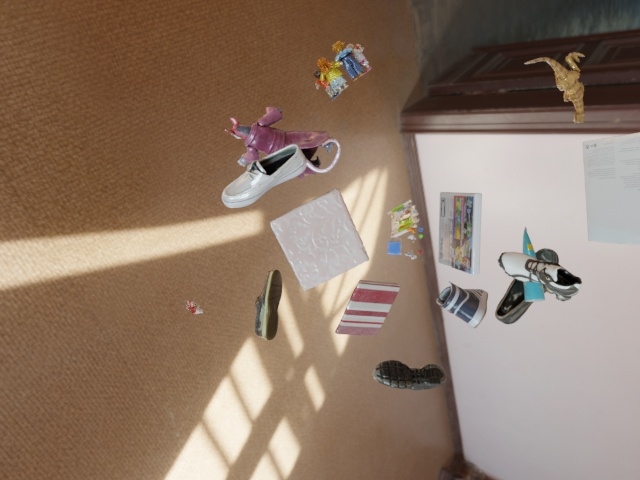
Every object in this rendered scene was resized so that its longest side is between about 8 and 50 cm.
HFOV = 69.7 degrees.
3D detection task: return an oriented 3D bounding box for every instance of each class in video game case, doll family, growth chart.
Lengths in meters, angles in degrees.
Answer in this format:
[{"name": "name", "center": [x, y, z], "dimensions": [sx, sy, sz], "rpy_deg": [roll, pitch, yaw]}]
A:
[{"name": "video game case", "center": [0.361, -0.025, 1.200], "dimensions": [0.023, 0.183, 0.201], "rpy_deg": [-2, 97, -12]}, {"name": "doll family", "center": [0.085, -0.711, 1.869], "dimensions": [0.263, 0.118, 0.163], "rpy_deg": [-39, 98, 0]}, {"name": "growth chart", "center": [0.410, -0.109, 2.285], "dimensions": [0.021, 0.172, 0.237], "rpy_deg": [41, 32, -26]}]

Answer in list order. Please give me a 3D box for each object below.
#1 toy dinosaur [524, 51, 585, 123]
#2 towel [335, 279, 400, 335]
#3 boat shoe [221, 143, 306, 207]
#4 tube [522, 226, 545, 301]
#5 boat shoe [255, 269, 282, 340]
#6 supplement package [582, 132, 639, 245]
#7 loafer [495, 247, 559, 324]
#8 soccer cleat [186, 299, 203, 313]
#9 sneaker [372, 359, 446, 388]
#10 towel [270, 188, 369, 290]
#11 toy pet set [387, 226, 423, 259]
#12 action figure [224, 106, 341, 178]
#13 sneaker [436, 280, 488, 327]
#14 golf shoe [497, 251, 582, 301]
[{"name": "toy dinosaur", "center": [0.485, -0.323, 0.907], "dimensions": [0.211, 0.064, 0.112], "rpy_deg": [37, 53, -27]}, {"name": "towel", "center": [0.227, 0.329, 2.230], "dimensions": [0.237, 0.037, 0.329], "rpy_deg": [7, 120, -25]}, {"name": "boat shoe", "center": [-0.163, -0.183, 1.252], "dimensions": [0.258, 0.095, 0.084], "rpy_deg": [-33, 150, -4]}, {"name": "tube", "center": [0.594, 0.068, 1.303], "dimensions": [0.080, 0.052, 0.207], "rpy_deg": [28, 58, -65]}, {"name": "boat shoe", "center": [-0.173, 0.202, 1.463], "dimensions": [0.080, 0.073, 0.223], "rpy_deg": [5, 90, -62]}, {"name": "supplement package", "center": [0.807, -0.133, 1.130], "dimensions": [0.198, 0.199, 0.262], "rpy_deg": [-9, 97, -17]}, {"name": "loafer", "center": [0.619, 0.138, 1.381], "dimensions": [0.084, 0.096, 0.267], "rpy_deg": [20, 104, -52]}, {"name": "soccer cleat", "center": [-0.396, 0.210, 1.445], "dimensions": [0.036, 0.083, 0.029], "rpy_deg": [10, 97, -35]}, {"name": "sneaker", "center": [0.304, 0.489, 1.616], "dimensions": [0.106, 0.267, 0.101], "rpy_deg": [113, -18, -50]}, {"name": "towel", "center": [0.000, 0.000, 1.886], "dimensions": [0.317, 0.053, 0.331], "rpy_deg": [-26, 101, -6]}, {"name": "toy pet set", "center": [0.289, 0.019, 1.561], "dimensions": [0.065, 0.114, 0.122], "rpy_deg": [-71, 157, -44]}, {"name": "action figure", "center": [-0.154, -0.322, 1.604], "dimensions": [0.370, 0.275, 0.248], "rpy_deg": [14, 111, -25]}, {"name": "sneaker", "center": [0.500, 0.201, 1.627], "dimensions": [0.099, 0.153, 0.282], "rpy_deg": [-63, 169, 18]}, {"name": "golf shoe", "center": [0.543, 0.071, 1.134], "dimensions": [0.077, 0.198, 0.094], "rpy_deg": [-60, 165, -21]}]
